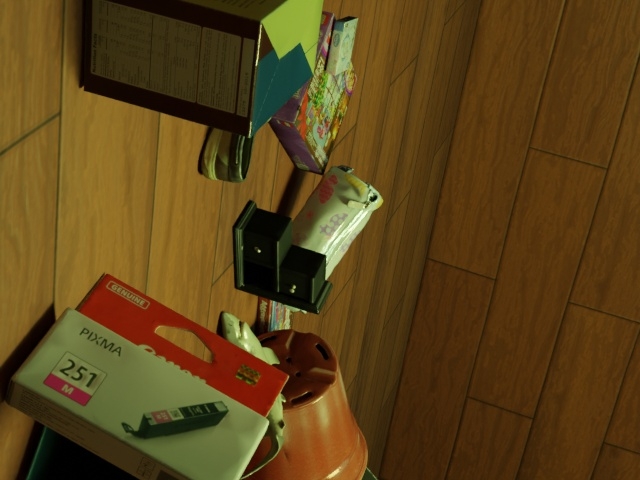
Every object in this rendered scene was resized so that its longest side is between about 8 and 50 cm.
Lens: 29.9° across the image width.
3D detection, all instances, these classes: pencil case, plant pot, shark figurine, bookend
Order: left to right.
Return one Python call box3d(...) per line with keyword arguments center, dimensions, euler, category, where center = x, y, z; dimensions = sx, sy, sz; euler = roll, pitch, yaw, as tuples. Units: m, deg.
box3d(center=(-0.247, 0.260, 1.550), dimensions=(0.234, 0.165, 0.165), euler=(49, 59, -83), category="plant pot")
box3d(center=(-0.122, 0.275, 2.057), dimensions=(0.166, 0.116, 0.278), euler=(42, 27, -64), category="shark figurine")
box3d(center=(-0.061, 0.030, 2.019), dimensions=(0.156, 0.157, 0.072), euler=(93, 18, -47), category="bookend")
box3d(center=(-0.055, 0.324, 2.242), dimensions=(0.272, 0.272, 0.265), euler=(-61, 154, -42), category="plant pot")
box3d(center=(0.000, 0.000, 2.179), dimensions=(0.273, 0.124, 0.113), euler=(-54, 140, -5), category="pencil case")

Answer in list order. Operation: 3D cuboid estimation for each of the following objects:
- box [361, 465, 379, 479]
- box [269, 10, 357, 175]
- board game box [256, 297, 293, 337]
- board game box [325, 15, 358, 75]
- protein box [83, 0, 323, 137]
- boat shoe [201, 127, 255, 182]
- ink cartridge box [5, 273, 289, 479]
box3d(center=(-0.026, 0.547, 2.368), dimensions=(0.307, 0.242, 0.076), euler=(-39, 160, -9), category="box")
box3d(center=(-0.011, -0.252, 2.084), dimensions=(0.293, 0.057, 0.201), euler=(55, 53, -73), category="box")
box3d(center=(-0.089, 0.167, 2.357), dimensions=(0.145, 0.027, 0.281), euler=(-59, 161, -49), category="board game box")
box3d(center=(0.036, -0.327, 2.011), dimensions=(0.090, 0.020, 0.090), euler=(-43, 144, -68), category="board game box")
box3d(center=(-0.126, -0.234, 1.325), dimensions=(0.200, 0.201, 0.136), euler=(-53, 156, -55), category="protein box")
box3d(center=(-0.105, -0.188, 1.744), dimensions=(0.080, 0.073, 0.223), euler=(44, 64, -75), category="boat shoe")
box3d(center=(-0.187, 0.162, 1.408), dimensions=(0.239, 0.275, 0.060), euler=(-60, 179, -45), category="ink cartridge box")
